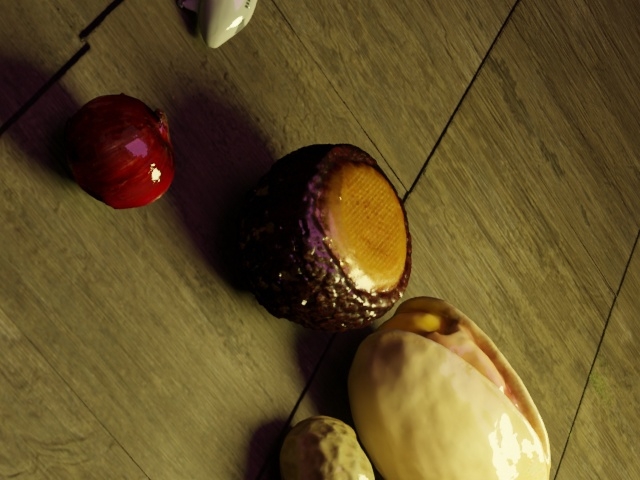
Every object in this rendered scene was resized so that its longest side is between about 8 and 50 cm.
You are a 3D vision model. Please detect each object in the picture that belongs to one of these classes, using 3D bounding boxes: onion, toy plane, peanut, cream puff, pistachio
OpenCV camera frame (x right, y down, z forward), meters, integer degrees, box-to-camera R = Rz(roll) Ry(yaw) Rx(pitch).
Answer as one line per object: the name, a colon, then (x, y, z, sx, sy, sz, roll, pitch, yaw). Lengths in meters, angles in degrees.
onion: (-0.217, -0.100, 1.466, 0.131, 0.131, 0.131, 22, 60, -44)
toy plane: (-0.106, -0.366, 1.694, 0.101, 0.251, 0.255, 22, 85, -3)
peanut: (-0.004, 0.341, 1.559, 0.136, 0.120, 0.298, 22, 54, -21)
cream puff: (0.000, 0.000, 1.653, 0.239, 0.165, 0.239, 22, 60, -45)
pistachio: (0.165, 0.226, 1.721, 0.230, 0.230, 0.308, -39, 102, -50)
